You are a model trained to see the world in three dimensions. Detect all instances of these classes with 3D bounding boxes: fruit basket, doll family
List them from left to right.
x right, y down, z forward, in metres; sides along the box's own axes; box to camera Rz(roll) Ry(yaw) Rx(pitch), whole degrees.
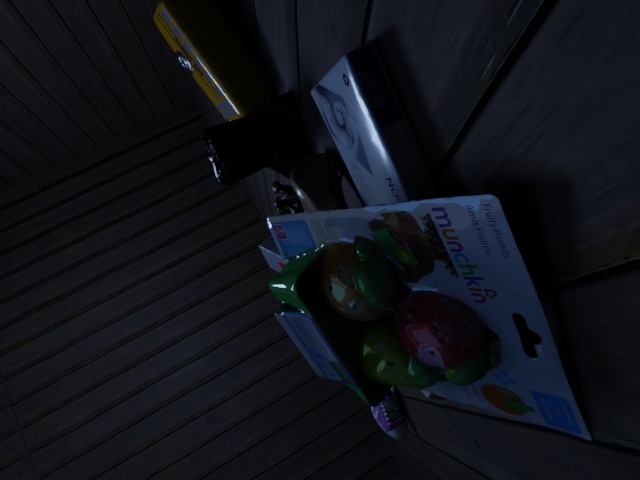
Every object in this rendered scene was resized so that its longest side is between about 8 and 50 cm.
[{"bbox_3d":[-0.049,-0.077,1.000,0.192,0.111,0.076,30,109,35],"label":"doll family"},{"bbox_3d":[0.098,0.102,0.532,0.352,0.165,0.327,4,131,54],"label":"fruit basket"}]

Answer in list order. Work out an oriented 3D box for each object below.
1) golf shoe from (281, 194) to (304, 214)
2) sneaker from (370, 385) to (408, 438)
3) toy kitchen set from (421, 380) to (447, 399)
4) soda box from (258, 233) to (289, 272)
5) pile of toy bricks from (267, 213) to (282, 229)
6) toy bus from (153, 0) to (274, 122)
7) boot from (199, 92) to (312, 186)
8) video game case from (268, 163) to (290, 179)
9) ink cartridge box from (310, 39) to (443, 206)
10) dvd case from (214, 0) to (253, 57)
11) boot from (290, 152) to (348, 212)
[{"bbox_3d":[-0.067,-0.088,1.301,0.094,0.077,0.198,-59,39,40],"label":"golf shoe"},{"bbox_3d":[0.226,0.558,1.461,0.282,0.102,0.161,61,167,3],"label":"sneaker"},{"bbox_3d":[0.167,0.179,0.777,0.207,0.166,0.122,17,-160,-34],"label":"toy kitchen set"},{"bbox_3d":[-0.032,0.061,1.153,0.286,0.091,0.098,23,147,39],"label":"soda box"},{"bbox_3d":[-0.112,-0.015,1.646,0.212,0.118,0.105,55,-156,-14],"label":"pile of toy bricks"},{"bbox_3d":[-0.211,-0.377,0.952,0.333,0.108,0.130,53,160,-22],"label":"toy bus"},{"bbox_3d":[-0.126,-0.172,0.925,0.094,0.207,0.247,53,168,39],"label":"boot"},{"bbox_3d":[-0.158,-0.218,1.135,0.195,0.026,0.274,26,-172,-20],"label":"video game case"},{"bbox_3d":[0.062,-0.120,0.583,0.224,0.045,0.224,63,170,-10],"label":"ink cartridge box"},{"bbox_3d":[-0.235,-0.540,0.984,0.239,0.029,0.179,55,168,35],"label":"dvd case"},{"bbox_3d":[0.018,-0.031,0.805,0.249,0.090,0.207,-102,-7,-53],"label":"boot"}]
